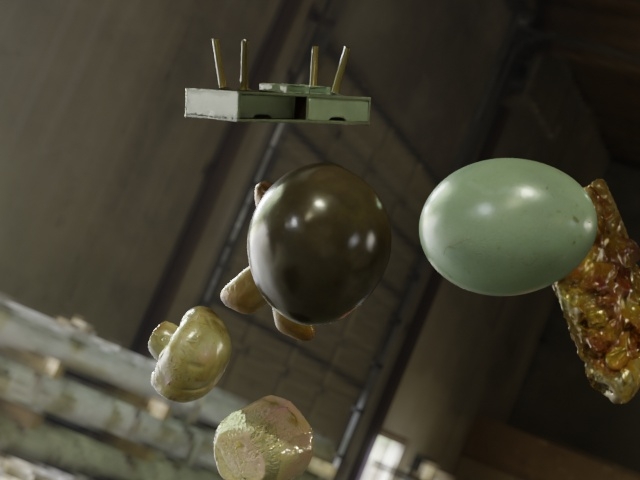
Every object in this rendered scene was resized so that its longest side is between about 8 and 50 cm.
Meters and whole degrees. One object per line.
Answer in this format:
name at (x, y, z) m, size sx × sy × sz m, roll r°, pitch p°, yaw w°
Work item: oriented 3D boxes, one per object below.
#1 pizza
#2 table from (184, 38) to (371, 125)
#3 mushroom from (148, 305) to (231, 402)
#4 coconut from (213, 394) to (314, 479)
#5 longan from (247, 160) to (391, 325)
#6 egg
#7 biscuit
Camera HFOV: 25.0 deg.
pizza at (0.357, 0.044, 1.857) m, size 0.086 × 0.335 × 0.226 m, roll -21°, pitch -41°, yaw 29°
table at (-0.055, -0.220, 2.010) m, size 0.240 × 0.111 × 0.122 m, roll -3°, pitch 9°, yaw -42°
mushroom at (-0.186, 0.161, 2.059) m, size 0.112 × 0.148 × 0.148 m, roll 28°, pitch -6°, yaw 10°
coconut at (-0.069, 0.270, 1.920) m, size 0.116 × 0.116 × 0.122 m, roll 18°, pitch 22°, yaw 31°
longan at (0.000, 0.000, 1.822) m, size 0.198 × 0.212 × 0.198 m, roll 14°, pitch -48°, yaw 16°
egg at (0.202, -0.014, 1.560) m, size 0.192 × 0.149 × 0.149 m, roll -1°, pitch -15°, yaw 17°
biscuit at (-0.052, 0.034, 2.149) m, size 0.164 × 0.207 × 0.047 m, roll 24°, pitch 20°, yaw 11°
